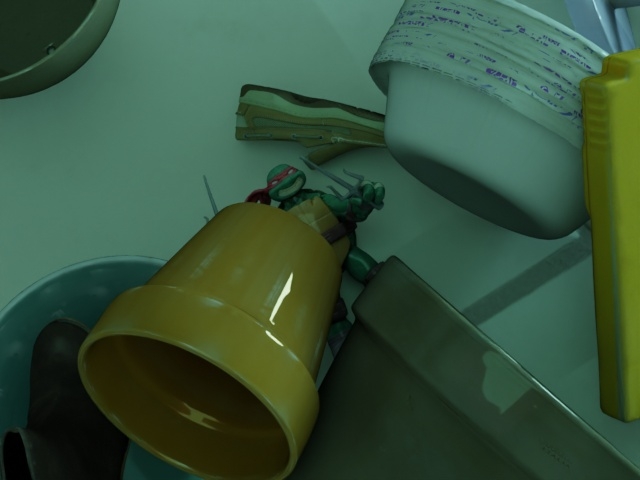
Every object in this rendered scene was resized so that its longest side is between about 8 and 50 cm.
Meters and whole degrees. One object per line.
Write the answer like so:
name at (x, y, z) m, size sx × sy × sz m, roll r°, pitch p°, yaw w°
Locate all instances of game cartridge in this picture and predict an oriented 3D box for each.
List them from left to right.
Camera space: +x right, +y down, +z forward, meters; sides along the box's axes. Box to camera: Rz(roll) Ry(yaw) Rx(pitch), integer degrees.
game cartridge at (0.362, -0.026, 1.527) m, size 0.285 × 0.052 × 0.324 m, roll -14°, pitch 107°, yaw -25°

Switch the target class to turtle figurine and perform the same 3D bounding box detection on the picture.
turtle figurine at (0.000, 0.000, 1.684) m, size 0.175 × 0.118 × 0.234 m, roll -35°, pitch 89°, yaw 14°

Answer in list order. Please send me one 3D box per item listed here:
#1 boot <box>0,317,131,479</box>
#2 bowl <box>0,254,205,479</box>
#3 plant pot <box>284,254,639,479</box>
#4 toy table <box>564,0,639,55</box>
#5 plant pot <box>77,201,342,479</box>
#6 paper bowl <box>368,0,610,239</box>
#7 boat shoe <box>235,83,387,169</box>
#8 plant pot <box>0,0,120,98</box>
boot at (-0.222, 0.169, 1.460) m, size 0.090 × 0.207 × 0.248 m, roll -14°, pitch 75°, yaw 5°
bowl at (-0.175, 0.182, 1.642) m, size 0.311 × 0.163 × 0.312 m, roll -2°, pitch 76°, yaw 9°
plant pot at (0.096, 0.221, 1.518) m, size 0.323 × 0.323 × 0.280 m, roll 40°, pitch 91°, yaw 16°
toy table at (0.316, -0.290, 1.658) m, size 0.160 × 0.252 × 0.274 m, roll -21°, pitch 84°, yaw 21°
plant pot at (-0.075, 0.076, 1.475) m, size 0.205 × 0.205 × 0.188 m, roll 21°, pitch 55°, yaw 13°
paper bowl at (0.174, -0.105, 1.594) m, size 0.284 × 0.284 × 0.148 m, roll 27°, pitch 82°, yaw 14°
boat shoe at (0.002, -0.106, 1.743) m, size 0.190 × 0.068 × 0.072 m, roll 13°, pitch 91°, yaw 22°
plant pot at (-0.321, -0.262, 1.760) m, size 0.284 × 0.191 × 0.284 m, roll -2°, pitch 76°, yaw 9°
